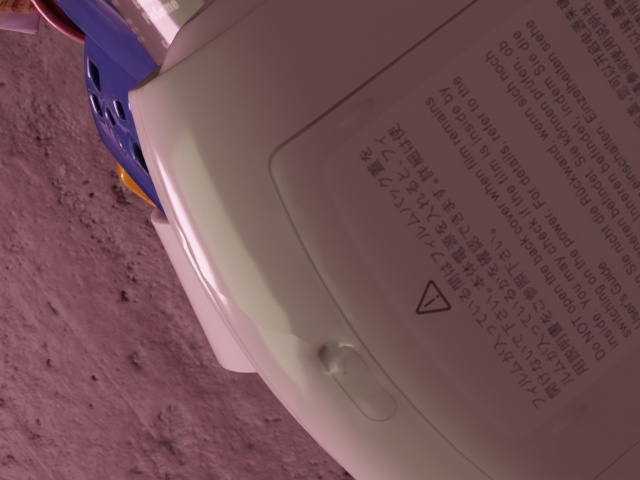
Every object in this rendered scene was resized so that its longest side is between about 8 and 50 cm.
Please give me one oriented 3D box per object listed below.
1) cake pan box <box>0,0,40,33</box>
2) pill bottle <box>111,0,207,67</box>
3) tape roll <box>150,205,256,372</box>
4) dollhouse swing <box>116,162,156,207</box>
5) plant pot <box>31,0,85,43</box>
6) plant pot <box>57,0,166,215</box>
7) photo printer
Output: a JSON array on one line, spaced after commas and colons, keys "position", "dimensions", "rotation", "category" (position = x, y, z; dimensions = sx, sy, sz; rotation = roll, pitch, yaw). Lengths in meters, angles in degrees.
[{"position": [-0.327, -0.379, 1.606], "dimensions": [0.246, 0.070, 0.267], "rotation": [-133, 53, -66], "category": "cake pan box"}, {"position": [-0.083, -0.259, 0.947], "dimensions": [0.363, 0.210, 0.210], "rotation": [54, 171, -14], "category": "pill bottle"}, {"position": [-0.026, -0.001, 1.473], "dimensions": [0.169, 0.246, 0.246], "rotation": [67, 167, -15], "category": "tape roll"}, {"position": [-0.206, -0.107, 1.714], "dimensions": [0.305, 0.315, 0.347], "rotation": [12, -161, -28], "category": "dollhouse swing"}, {"position": [-0.194, -0.297, 1.479], "dimensions": [0.201, 0.201, 0.180], "rotation": [54, -174, -10], "category": "plant pot"}, {"position": [-0.076, -0.161, 1.265], "dimensions": [0.236, 0.236, 0.212], "rotation": [44, 161, 43], "category": "plant pot"}, {"position": [0.099, -0.041, 0.573], "dimensions": [0.256, 0.307, 0.107], "rotation": [54, 171, -13], "category": "photo printer"}]
